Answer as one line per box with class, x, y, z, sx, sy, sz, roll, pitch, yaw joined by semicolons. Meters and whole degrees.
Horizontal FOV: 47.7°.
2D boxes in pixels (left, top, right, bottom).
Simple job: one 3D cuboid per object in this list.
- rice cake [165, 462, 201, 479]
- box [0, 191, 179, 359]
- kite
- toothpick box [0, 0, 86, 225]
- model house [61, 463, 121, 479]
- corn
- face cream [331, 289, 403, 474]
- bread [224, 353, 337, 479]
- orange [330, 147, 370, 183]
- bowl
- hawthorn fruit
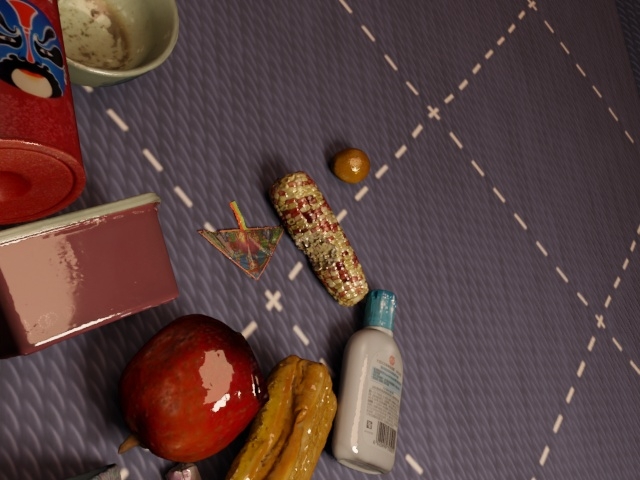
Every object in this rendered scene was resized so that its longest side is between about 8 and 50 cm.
rice cake;-0.180;0.470;1.103;0.055;0.049;0.270;-8;77;-38
box;-0.360;0.052;1.052;0.294;0.193;0.168;-20;91;-38
kite;-0.139;0.000;1.348;0.190;0.010;0.159;-3;72;-39
toothpick box;-0.424;-0.210;0.919;0.204;0.204;0.333;0;63;-36
model house;-0.283;0.479;0.911;0.339;0.297;0.360;8;64;-69
corn;0.000;0.000;1.398;0.098;0.098;0.290;-32;95;-40
face cream;0.097;0.255;1.361;0.163;0.080;0.337;37;52;-44
bread;-0.081;0.371;1.144;0.109;0.185;0.380;11;49;17
orange;0.063;-0.158;1.520;0.085;0.085;0.085;14;64;-32
bowl;-0.397;-0.370;1.218;0.289;0.146;0.289;15;62;-30
hawthorn fruit;-0.202;0.233;1.090;0.215;0.215;0.250;47;73;-12
